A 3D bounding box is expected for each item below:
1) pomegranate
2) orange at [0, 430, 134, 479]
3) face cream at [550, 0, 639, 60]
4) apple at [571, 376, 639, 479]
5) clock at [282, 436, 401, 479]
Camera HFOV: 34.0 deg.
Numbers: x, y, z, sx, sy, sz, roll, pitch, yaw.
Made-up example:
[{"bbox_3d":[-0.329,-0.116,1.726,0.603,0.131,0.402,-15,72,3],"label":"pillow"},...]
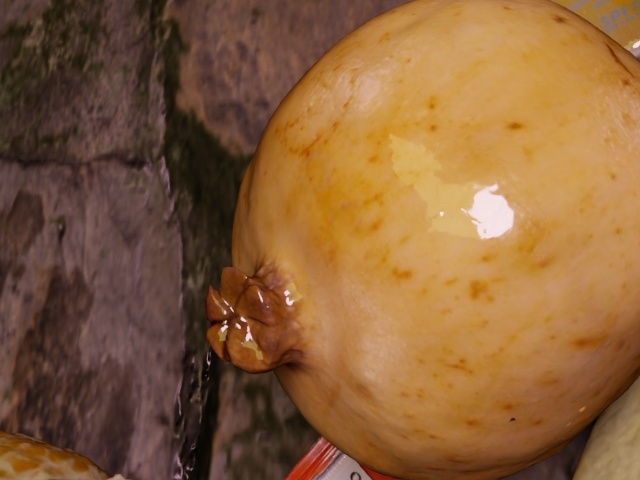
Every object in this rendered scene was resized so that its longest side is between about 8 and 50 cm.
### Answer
[{"bbox_3d":[0.086,-0.005,0.630,0.307,0.307,0.307,-8,71,23],"label":"pomegranate"},{"bbox_3d":[-0.235,0.291,0.701,0.329,0.249,0.329,-7,76,30],"label":"orange"},{"bbox_3d":[0.196,-0.246,0.773,0.139,0.067,0.285,-23,65,14],"label":"face cream"},{"bbox_3d":[0.288,0.092,0.561,0.346,0.179,0.254,-48,48,6],"label":"apple"},{"bbox_3d":[0.024,0.199,0.718,0.155,0.061,0.113,-49,61,8],"label":"clock"}]
